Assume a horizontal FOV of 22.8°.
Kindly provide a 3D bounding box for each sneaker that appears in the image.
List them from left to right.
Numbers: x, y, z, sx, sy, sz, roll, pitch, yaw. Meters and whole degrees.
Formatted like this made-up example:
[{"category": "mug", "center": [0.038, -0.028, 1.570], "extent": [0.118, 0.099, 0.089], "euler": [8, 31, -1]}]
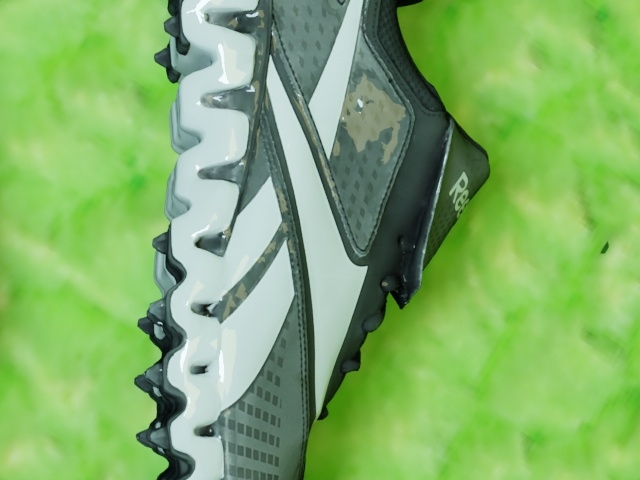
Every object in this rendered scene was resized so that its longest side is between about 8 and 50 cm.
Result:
[{"category": "sneaker", "center": [0.000, 0.000, 0.479], "extent": [0.106, 0.078, 0.234], "euler": [3, 84, -9]}]
